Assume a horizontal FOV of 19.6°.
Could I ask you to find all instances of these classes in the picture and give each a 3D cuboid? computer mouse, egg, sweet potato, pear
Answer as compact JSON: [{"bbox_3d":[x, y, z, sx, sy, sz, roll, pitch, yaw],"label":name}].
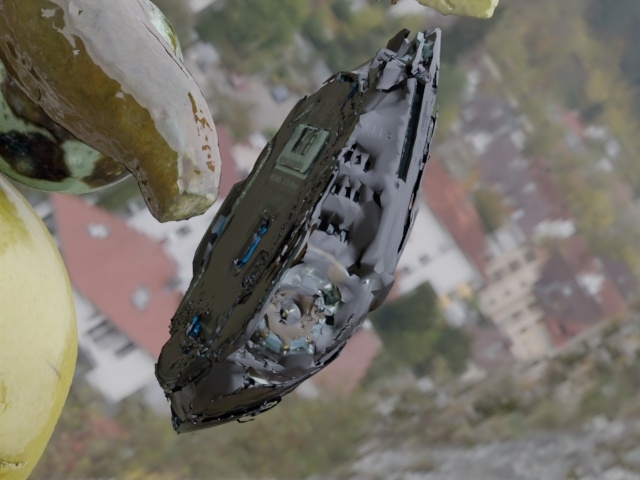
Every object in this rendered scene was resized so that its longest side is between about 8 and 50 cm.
[{"bbox_3d":[0.000,0.000,0.930,0.077,0.241,0.146,32,0,-20],"label":"computer mouse"},{"bbox_3d":[-0.188,-0.124,1.440,0.169,0.169,0.231,57,-31,-7],"label":"egg"},{"bbox_3d":[-0.081,-0.118,0.633,0.062,0.081,0.233,92,-7,-74],"label":"sweet potato"},{"bbox_3d":[-0.361,0.085,1.492,0.348,0.348,0.348,55,13,-18],"label":"pear"}]

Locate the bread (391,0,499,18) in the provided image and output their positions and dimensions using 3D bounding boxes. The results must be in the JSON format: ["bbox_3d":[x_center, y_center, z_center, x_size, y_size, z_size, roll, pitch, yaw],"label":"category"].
[{"bbox_3d":[0.092,-0.333,1.933,0.240,0.178,0.135,22,7,4],"label":"bread"}]
